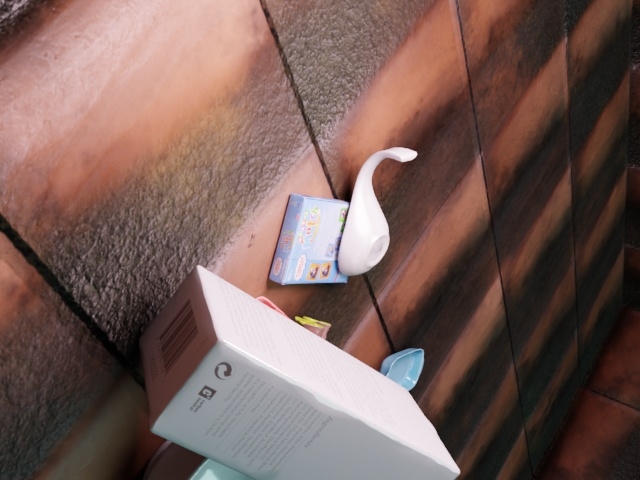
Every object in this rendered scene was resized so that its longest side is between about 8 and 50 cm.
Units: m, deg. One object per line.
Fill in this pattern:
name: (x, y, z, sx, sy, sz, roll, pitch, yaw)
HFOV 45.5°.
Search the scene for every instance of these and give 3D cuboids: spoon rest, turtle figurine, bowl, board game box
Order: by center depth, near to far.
bowl: (-0.195, 0.401, 1.255, 0.298, 0.134, 0.297, -35, 140, -37)
board game box: (0.000, 0.000, 1.415, 0.211, 0.039, 0.160, 3, 104, -57)
turtle figurine: (-0.048, 0.255, 1.429, 0.269, 0.087, 0.217, 16, 93, -64)
spoon rest: (0.097, -0.055, 1.441, 0.137, 0.084, 0.276, -19, 134, -51)

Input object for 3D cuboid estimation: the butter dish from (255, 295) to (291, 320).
butter dish: (-0.078, 0.187, 1.286, 0.160, 0.118, 0.160, 46, 61, -8)

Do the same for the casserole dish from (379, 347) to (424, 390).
casserole dish: (0.193, 0.321, 1.871, 0.188, 0.037, 0.114, -7, 113, -53)

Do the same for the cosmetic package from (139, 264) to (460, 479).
cosmetic package: (-0.033, 0.247, 1.136, 0.453, 0.230, 0.161, 34, 100, -26)
